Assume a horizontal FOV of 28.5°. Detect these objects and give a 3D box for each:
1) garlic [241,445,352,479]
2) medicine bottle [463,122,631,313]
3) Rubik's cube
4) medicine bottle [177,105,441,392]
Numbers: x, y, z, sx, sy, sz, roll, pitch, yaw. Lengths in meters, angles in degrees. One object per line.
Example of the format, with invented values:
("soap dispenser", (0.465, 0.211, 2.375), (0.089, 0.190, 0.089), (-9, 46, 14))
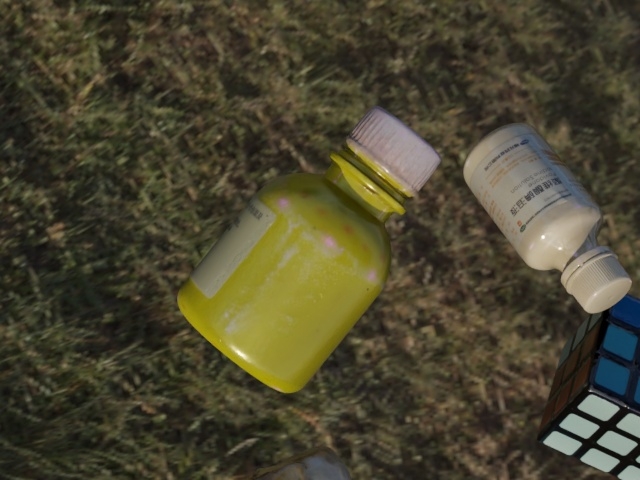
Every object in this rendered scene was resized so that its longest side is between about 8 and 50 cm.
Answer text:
("garlic", (-0.056, 0.264, 1.009), (0.229, 0.178, 0.142), (-32, 79, -37))
("medicine bottle", (0.281, -0.024, 1.540), (0.114, 0.114, 0.252), (-6, 51, -37))
("Rubik's cube", (0.382, 0.185, 1.558), (0.162, 0.163, 0.160), (23, 53, 1))
("medicine bottle", (0.000, 0.000, 0.955), (0.122, 0.122, 0.212), (39, 91, -21))
